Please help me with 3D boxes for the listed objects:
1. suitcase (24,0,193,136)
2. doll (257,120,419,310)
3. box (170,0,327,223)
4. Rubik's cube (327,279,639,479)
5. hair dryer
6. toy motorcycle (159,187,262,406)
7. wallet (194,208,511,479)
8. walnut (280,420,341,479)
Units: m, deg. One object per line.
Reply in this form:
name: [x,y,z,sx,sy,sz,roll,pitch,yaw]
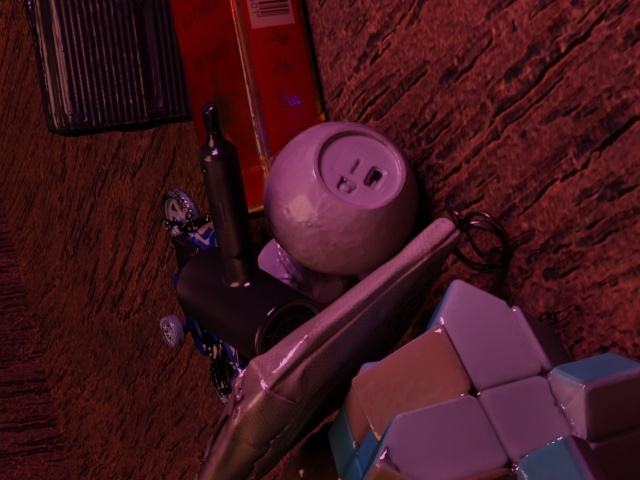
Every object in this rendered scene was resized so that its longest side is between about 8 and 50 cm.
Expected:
suitcase: [-0.236,-0.298,1.619,0.152,0.230,0.335,-176,77,-67]
doll: [0.000,0.000,1.313,0.287,0.151,0.151,116,138,-59]
box: [-0.079,-0.184,1.482,0.197,0.089,0.313,-12,88,66]
Rubik's cube: [0.125,0.174,0.991,0.213,0.224,0.265,114,146,-53]
hair dryer: [-0.092,-0.019,1.232,0.195,0.078,0.248,29,134,47]
toy motorcycle: [-0.119,0.081,1.672,0.169,0.113,0.315,-9,101,58]
wallet: [0.007,0.117,1.152,0.068,0.275,0.335,48,146,13]
walnut: [0.050,0.248,1.277,0.230,0.178,0.178,-46,56,49]
